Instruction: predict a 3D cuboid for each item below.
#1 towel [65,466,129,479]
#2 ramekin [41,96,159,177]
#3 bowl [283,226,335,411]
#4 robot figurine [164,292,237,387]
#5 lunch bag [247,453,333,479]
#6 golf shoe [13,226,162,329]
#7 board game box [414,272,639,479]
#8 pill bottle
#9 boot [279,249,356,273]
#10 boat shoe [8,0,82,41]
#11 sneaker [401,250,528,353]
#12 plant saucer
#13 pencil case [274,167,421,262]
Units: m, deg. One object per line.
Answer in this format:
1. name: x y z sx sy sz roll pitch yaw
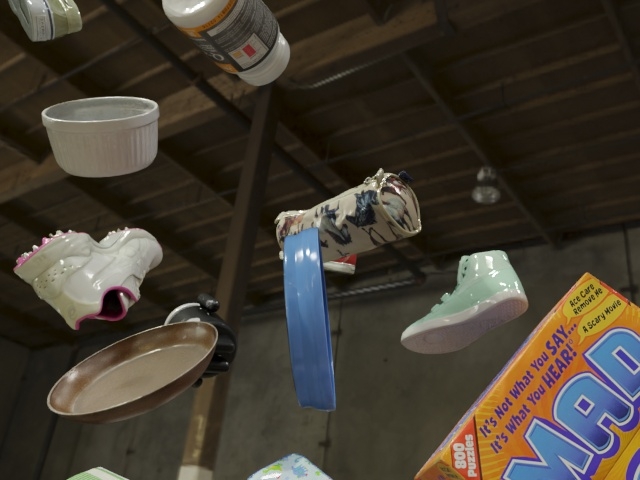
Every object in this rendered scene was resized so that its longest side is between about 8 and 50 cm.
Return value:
1. towel: -0.552 0.638 1.588 0.248 0.038 0.325 15 16 24
2. ramekin: -0.402 -0.194 1.282 0.207 0.207 0.108 3 -66 8
3. bowl: -0.023 0.167 1.461 0.077 0.390 0.391 -6 -30 1
4. robot figurine: -0.333 0.278 1.920 0.173 0.209 0.278 54 -15 -28
5. lunch bag: -0.068 0.620 1.663 0.219 0.176 0.090 19 -56 52
6. golf shoe: -0.319 0.060 1.037 0.115 0.140 0.306 -39 -8 16
7. board game box: 0.409 0.341 1.065 0.356 0.356 0.356 39 -17 17
8. pill bottle: -0.183 -0.443 1.419 0.162 0.162 0.278 -7 -20 24
9. boot: 0.000 0.000 2.059 0.245 0.176 0.088 6 -7 24
10. boat shoe: -0.541 -0.474 1.325 0.094 0.302 0.109 -10 -39 -31
11. sneaker: 0.265 0.116 1.323 0.256 0.151 0.094 -29 -51 25
12. plant saucer: -0.324 0.237 1.225 0.311 0.310 0.050 -8 -72 26
13. pencil case: 0.060 -0.051 1.775 0.410 0.160 0.183 -19 -76 42
